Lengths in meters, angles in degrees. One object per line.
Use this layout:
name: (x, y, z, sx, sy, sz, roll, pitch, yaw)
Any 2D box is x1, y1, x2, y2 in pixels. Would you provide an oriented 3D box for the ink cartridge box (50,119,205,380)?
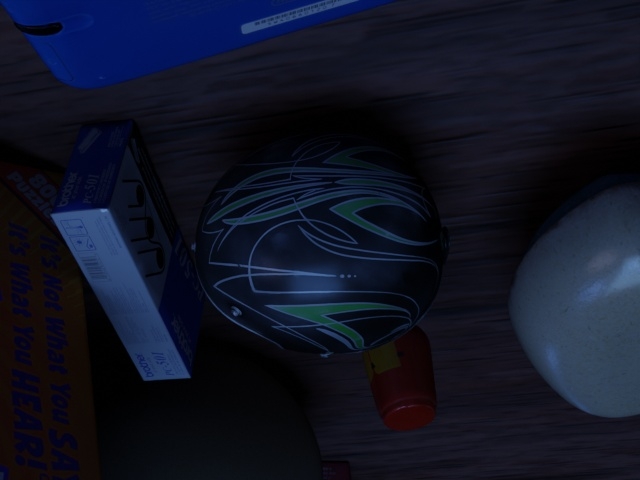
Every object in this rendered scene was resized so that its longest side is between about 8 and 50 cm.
ink cartridge box: (-0.146, 0.014, 0.702, 0.046, 0.097, 0.207, -5, 136, 9)

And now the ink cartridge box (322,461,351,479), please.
ink cartridge box: (-0.052, 0.379, 0.990, 0.172, 0.237, 0.100, 0, 138, 4)

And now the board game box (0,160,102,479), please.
board game box: (-0.398, 0.159, 0.615, 0.357, 0.356, 0.356, 10, 141, -37)

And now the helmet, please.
helmet: (0.000, 0.000, 0.631, 0.169, 0.169, 0.161, -18, 149, 22)

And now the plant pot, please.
plant pot: (-0.149, 0.258, 0.809, 0.284, 0.191, 0.284, 2, 105, 6)

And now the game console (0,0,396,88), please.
game console: (-0.037, -0.229, 0.425, 0.293, 0.173, 0.250, -17, 168, -4)

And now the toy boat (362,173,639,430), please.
toy boat: (0.180, 0.048, 0.703, 0.318, 0.148, 0.267, -15, 140, 8)
